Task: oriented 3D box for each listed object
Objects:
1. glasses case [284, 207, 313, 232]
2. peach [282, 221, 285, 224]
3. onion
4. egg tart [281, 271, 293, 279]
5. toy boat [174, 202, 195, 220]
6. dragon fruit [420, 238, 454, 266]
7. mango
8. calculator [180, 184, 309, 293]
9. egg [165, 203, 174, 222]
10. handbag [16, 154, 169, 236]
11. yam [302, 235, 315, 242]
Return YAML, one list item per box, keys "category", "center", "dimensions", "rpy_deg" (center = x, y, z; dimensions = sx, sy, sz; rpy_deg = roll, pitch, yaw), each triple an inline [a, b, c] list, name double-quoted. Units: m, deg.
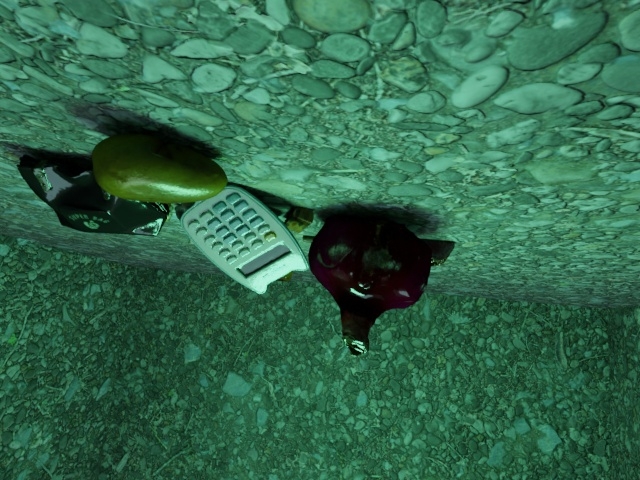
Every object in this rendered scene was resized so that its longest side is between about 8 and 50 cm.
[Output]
- category: "glasses case"
  center: [-0.072, -0.066, 1.288]
  dimensions: [0.065, 0.041, 0.170]
  rpy_deg: [21, 166, -12]
- category: "peach"
  center: [-0.194, -0.037, 1.299]
  dimensions: [0.172, 0.127, 0.092]
  rpy_deg: [23, -166, -22]
- category: "onion"
  center: [0.131, 0.144, 1.257]
  dimensions: [0.399, 0.419, 0.398]
  rpy_deg: [17, 167, 4]
- category: "egg tart"
  center: [-0.217, 0.127, 2.037]
  dimensions: [0.203, 0.147, 0.202]
  rpy_deg: [6, 166, 1]
- category: "toy boat"
  center: [-0.339, -0.043, 1.272]
  dimensions: [0.276, 0.111, 0.293]
  rpy_deg: [33, 166, -15]
- category: "dragon fruit"
  center: [0.409, 0.052, 1.464]
  dimensions: [0.147, 0.096, 0.102]
  rpy_deg: [5, 172, 16]
- category: "mango"
  center: [-0.331, -0.144, 0.842]
  dimensions: [0.262, 0.129, 0.167]
  rpy_deg: [7, 165, -36]
- category: "calculator"
  center: [-0.222, -0.004, 1.174]
  dimensions: [0.256, 0.054, 0.386]
  rpy_deg: [-29, 126, 19]
- category: "egg"
  center: [-0.519, -0.098, 1.278]
  dimensions: [0.097, 0.080, 0.080]
  rpy_deg: [17, 166, -12]
- category: "handbag"
  center: [-0.608, -0.122, 1.086]
  dimensions: [0.343, 0.152, 0.288]
  rpy_deg: [5, 157, 1]
- category: "yam"
  center: [0.000, 0.000, 1.593]
  dimensions: [0.146, 0.032, 0.032]
  rpy_deg: [5, 168, 11]
